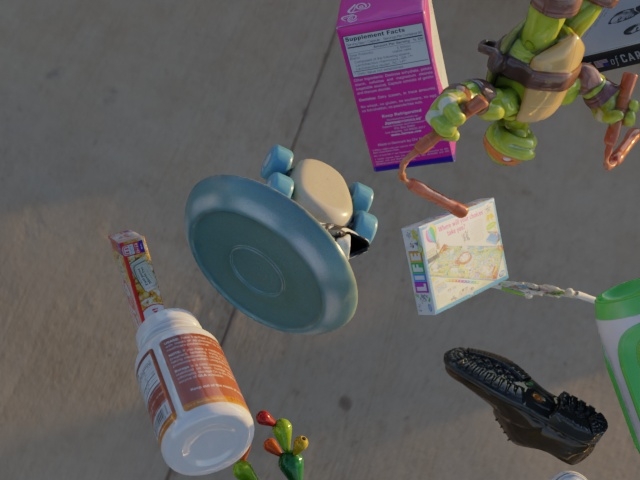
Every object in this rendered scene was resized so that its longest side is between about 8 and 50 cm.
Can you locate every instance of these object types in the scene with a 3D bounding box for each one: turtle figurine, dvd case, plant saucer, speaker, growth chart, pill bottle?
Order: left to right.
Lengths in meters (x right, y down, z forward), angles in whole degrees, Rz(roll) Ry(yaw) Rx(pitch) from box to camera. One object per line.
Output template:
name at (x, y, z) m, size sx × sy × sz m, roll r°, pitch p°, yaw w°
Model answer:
pill bottle at (-0.174, 0.191, 1.318) m, size 0.121 × 0.121 × 0.216 m, roll -10°, pitch 39°, yaw -19°
plant saucer at (-0.090, 0.037, 1.547) m, size 0.318 × 0.317 × 0.043 m, roll 37°, pitch 56°, yaw 5°
growth chart at (0.426, 0.098, 1.909) m, size 0.172 × 0.237 × 0.021 m, roll 15°, pitch 85°, yaw -35°
turtle figurine at (0.171, -0.134, 0.722) m, size 0.270 × 0.217 × 0.087 m, roll -9°, pitch 44°, yaw -35°
dvd case at (0.330, -0.236, 1.041) m, size 0.029 × 0.239 × 0.179 m, roll 55°, pitch 52°, yaw -25°
speaker at (0.468, 0.201, 1.345) m, size 0.131 × 0.131 × 0.296 m, roll -22°, pitch 93°, yaw -23°

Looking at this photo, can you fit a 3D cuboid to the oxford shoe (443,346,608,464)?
oxford shoe at (0.253, 0.223, 1.325) m, size 0.227 × 0.096 × 0.083 m, roll 32°, pitch 33°, yaw 20°

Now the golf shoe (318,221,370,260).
golf shoe at (0.000, 0.000, 1.685) m, size 0.198 × 0.094 × 0.077 m, roll -4°, pitch 99°, yaw -45°

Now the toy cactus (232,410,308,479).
toy cactus at (-0.049, 0.369, 1.456) m, size 0.181 × 0.112 × 0.218 m, roll 23°, pitch 60°, yaw -33°

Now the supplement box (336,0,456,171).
supplement box at (0.101, -0.211, 1.279) m, size 0.114 × 0.220 × 0.111 m, roll -7°, pitch 38°, yaw 13°

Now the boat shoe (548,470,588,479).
boat shoe at (0.328, 0.452, 1.425) m, size 0.096 × 0.088 × 0.267 m, roll 30°, pitch 72°, yaw 4°

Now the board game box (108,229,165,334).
board game box at (-0.303, 0.084, 1.701) m, size 0.045 × 0.147 × 0.193 m, roll -17°, pitch 100°, yaw -17°

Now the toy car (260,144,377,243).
toy car at (-0.043, -0.021, 1.950) m, size 0.219 × 0.238 × 0.210 m, roll 23°, pitch 29°, yaw -17°

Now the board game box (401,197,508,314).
board game box at (0.161, 0.016, 1.184) m, size 0.154 × 0.026 × 0.103 m, roll -19°, pitch 102°, yaw -45°
